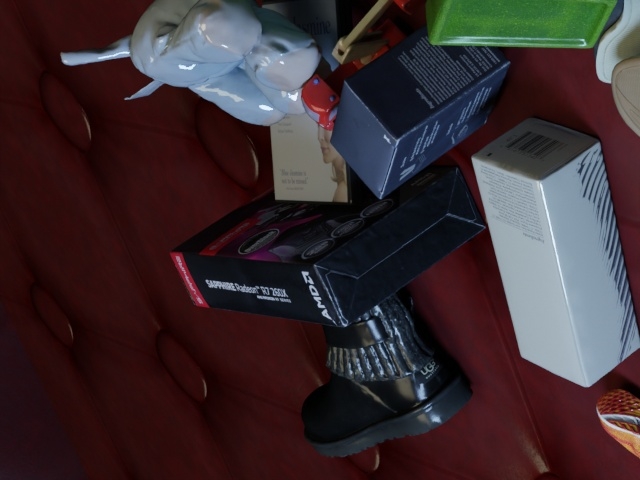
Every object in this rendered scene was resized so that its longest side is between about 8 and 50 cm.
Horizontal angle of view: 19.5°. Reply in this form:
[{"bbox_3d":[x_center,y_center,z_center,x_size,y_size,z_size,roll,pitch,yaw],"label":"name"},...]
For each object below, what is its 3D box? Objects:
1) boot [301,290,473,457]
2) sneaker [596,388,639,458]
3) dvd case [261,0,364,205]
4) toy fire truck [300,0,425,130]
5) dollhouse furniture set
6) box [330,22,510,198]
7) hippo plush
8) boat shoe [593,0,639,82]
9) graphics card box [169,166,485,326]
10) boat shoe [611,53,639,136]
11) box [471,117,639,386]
[{"bbox_3d":[0.032,0.139,2.490,0.260,0.131,0.348,53,144,-9],"label":"boot"},{"bbox_3d":[0.385,0.230,2.091,0.175,0.064,0.067,43,172,36],"label":"sneaker"},{"bbox_3d":[-0.011,-0.169,2.223,0.180,0.022,0.253,4,99,59],"label":"dvd case"},{"bbox_3d":[0.050,-0.212,2.050,0.047,0.192,0.135,47,-179,19],"label":"toy fire truck"},{"bbox_3d":[0.187,-0.319,1.559,0.301,0.151,0.197,108,164,-64],"label":"dollhouse furniture set"},{"bbox_3d":[0.103,-0.146,1.983,0.093,0.158,0.156,49,162,13],"label":"box"},{"bbox_3d":[-0.098,-0.282,2.166,0.294,0.236,0.234,-4,156,44],"label":"hippo plush"},{"bbox_3d":[0.296,-0.225,1.703,0.233,0.084,0.079,90,177,-60],"label":"boat shoe"},{"bbox_3d":[0.000,0.000,2.274,0.371,0.233,0.094,7,125,59],"label":"graphics card box"},{"bbox_3d":[0.379,-0.126,1.625,0.285,0.092,0.103,9,123,53],"label":"boat shoe"},{"bbox_3d":[0.256,0.014,2.003,0.113,0.094,0.275,26,142,47],"label":"box"}]
